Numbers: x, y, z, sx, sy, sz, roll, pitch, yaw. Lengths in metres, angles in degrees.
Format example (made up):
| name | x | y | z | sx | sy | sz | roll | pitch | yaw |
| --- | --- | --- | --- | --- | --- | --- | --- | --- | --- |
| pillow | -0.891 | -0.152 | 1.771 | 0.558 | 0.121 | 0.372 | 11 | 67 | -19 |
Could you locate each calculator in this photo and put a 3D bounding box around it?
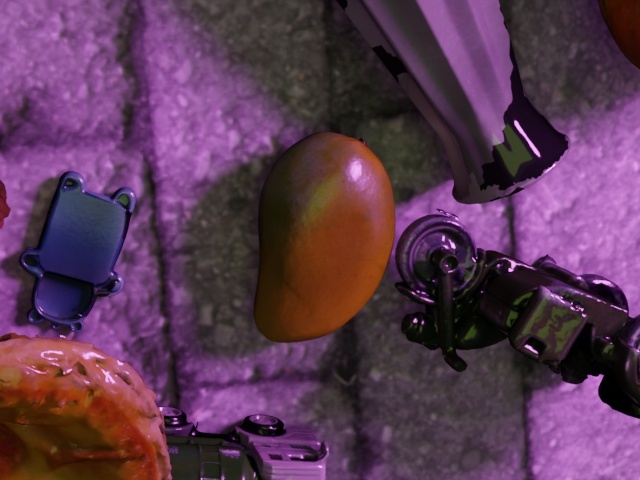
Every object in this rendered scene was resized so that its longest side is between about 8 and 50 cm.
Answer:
| name | x | y | z | sx | sy | sz | roll | pitch | yaw |
| --- | --- | --- | --- | --- | --- | --- | --- | --- | --- |
| calculator | -0.213 | 0.013 | 1.241 | 0.094 | 0.019 | 0.141 | 17 | 98 | -13 |

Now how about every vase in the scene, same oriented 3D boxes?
| name | x | y | z | sx | sy | sz | roll | pitch | yaw |
| --- | --- | --- | --- | --- | --- | --- | --- | --- | --- |
| vase | 0.086 | -0.210 | 1.196 | 0.165 | 0.165 | 0.360 | -31 | 109 | -4 |

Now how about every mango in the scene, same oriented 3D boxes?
| name | x | y | z | sx | sy | sz | roll | pitch | yaw |
| --- | --- | --- | --- | --- | --- | --- | --- | --- | --- |
| mango | 0.003 | -0.002 | 1.252 | 0.122 | 0.085 | 0.191 | -2 | 111 | -21 |

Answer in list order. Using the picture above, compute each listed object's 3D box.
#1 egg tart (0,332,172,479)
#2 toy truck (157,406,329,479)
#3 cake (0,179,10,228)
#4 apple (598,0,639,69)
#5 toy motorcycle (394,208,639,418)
| name | x | y | z | sx | sy | sz | roll | pitch | yaw |
| --- | --- | --- | --- | --- | --- | --- | --- | --- | --- |
| egg tart | -0.256 | 0.168 | 1.074 | 0.294 | 0.116 | 0.295 | -13 | 130 | -16 |
| toy truck | -0.114 | 0.211 | 1.244 | 0.242 | 0.125 | 0.101 | 5 | 99 | -13 |
| cake | -0.421 | -0.013 | 1.079 | 0.282 | 0.255 | 0.290 | 44 | 86 | -14 |
| apple | 0.359 | -0.243 | 1.190 | 0.226 | 0.246 | 0.246 | -1 | 101 | -19 |
| toy motorcycle | 0.200 | 0.079 | 1.242 | 0.275 | 0.205 | 0.127 | 18 | 98 | -19 |
